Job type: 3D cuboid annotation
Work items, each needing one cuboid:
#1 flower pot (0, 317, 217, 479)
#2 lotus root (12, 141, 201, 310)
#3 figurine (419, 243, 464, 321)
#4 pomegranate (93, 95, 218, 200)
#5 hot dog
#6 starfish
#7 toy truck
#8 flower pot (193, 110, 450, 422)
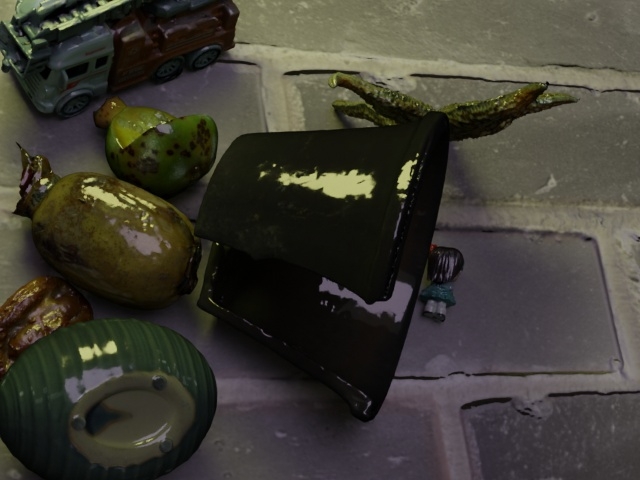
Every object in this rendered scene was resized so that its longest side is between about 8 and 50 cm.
[{"bbox_3d":[-0.233,0.181,1.236,0.242,0.157,0.190,-5,96,-27],"label":"flower pot"},{"bbox_3d":[-0.269,-0.013,1.344,0.278,0.154,0.154,29,60,5],"label":"lotus root"},{"bbox_3d":[0.161,0.055,1.519,0.059,0.047,0.106,5,67,23],"label":"figurine"},{"bbox_3d":[-0.216,-0.114,1.427,0.169,0.122,0.143,11,24,24],"label":"pomegranate"},{"bbox_3d":[-0.334,0.106,1.311,0.099,0.065,0.147,47,58,-4],"label":"hot dog"},{"bbox_3d":[0.166,-0.167,1.474,0.347,0.358,0.078,-1,89,13],"label":"starfish"},{"bbox_3d":[-0.266,-0.286,1.448,0.338,0.184,0.133,-26,75,-27],"label":"toy truck"},{"bbox_3d":[0.000,0.000,1.354,0.251,0.379,0.379,14,60,12],"label":"flower pot"}]
